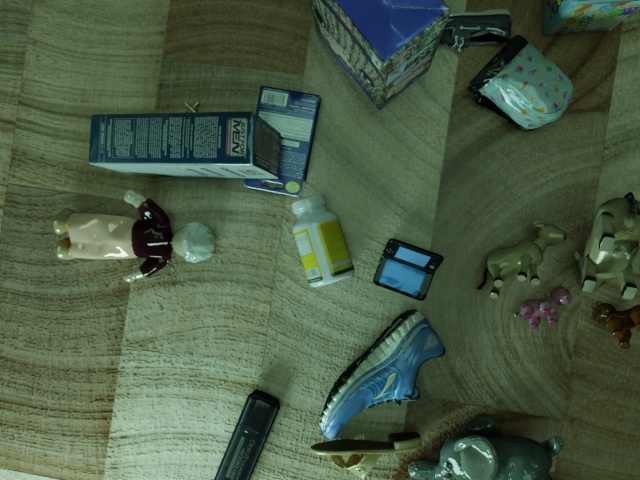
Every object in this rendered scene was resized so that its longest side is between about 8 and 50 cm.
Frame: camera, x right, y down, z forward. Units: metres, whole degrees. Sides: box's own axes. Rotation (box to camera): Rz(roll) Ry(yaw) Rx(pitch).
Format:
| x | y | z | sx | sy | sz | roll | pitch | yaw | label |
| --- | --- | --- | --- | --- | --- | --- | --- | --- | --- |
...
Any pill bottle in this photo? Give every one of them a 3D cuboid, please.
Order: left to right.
| x | y | z | sx | sy | sz | roll | pitch | yaw | label |
| --- | --- | --- | --- | --- | --- | --- | --- | --- | --- |
| 0.000 | 0.000 | 1.041 | 0.103 | 0.103 | 0.184 | -17 | 89 | 4 | pill bottle |

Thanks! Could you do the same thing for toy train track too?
| x | y | z | sx | sy | sz | roll | pitch | yaw | label |
| --- | --- | --- | --- | --- | --- | --- | --- | --- | --- |
| -0.305 | -0.284 | 1.111 | 0.048 | 0.014 | 0.083 | 42 | 99 | -4 | toy train track |

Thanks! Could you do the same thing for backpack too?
| x | y | z | sx | sy | sz | roll | pitch | yaw | label |
| --- | --- | --- | --- | --- | --- | --- | --- | --- | --- |
| 0.420 | -0.314 | 1.003 | 0.182 | 0.115 | 0.152 | 45 | 91 | 0 | backpack |

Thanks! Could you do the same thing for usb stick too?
| x | y | z | sx | sy | sz | roll | pitch | yaw | label |
| --- | --- | --- | --- | --- | --- | --- | --- | --- | --- |
| -0.172 | 0.470 | 1.085 | 0.077 | 0.045 | 0.278 | 22 | 92 | -3 | usb stick |

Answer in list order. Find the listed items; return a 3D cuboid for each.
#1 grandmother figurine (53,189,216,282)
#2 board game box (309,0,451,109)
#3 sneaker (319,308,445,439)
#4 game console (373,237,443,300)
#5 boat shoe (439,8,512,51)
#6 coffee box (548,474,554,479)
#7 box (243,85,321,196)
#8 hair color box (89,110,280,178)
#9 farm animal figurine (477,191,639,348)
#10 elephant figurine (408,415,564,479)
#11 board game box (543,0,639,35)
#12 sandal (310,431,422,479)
| x | y | z | sx | sy | sz | roll | pitch | yaw | label |
| --- | --- | --- | --- | --- | --- | --- | --- | --- | --- |
| -0.402 | -0.009 | 1.082 | 0.341 | 0.104 | 0.208 | 6 | 118 | 2 | grandmother figurine |
| 0.102 | -0.419 | 0.938 | 0.141 | 0.291 | 0.232 | -39 | 87 | 5 | board game box |
| 0.130 | 0.304 | 1.020 | 0.147 | 0.130 | 0.330 | 45 | 93 | 6 | sneaker |
| 0.187 | 0.063 | 1.045 | 0.122 | 0.107 | 0.071 | 19 | 63 | 4 | game console |
| 0.304 | -0.437 | 1.032 | 0.205 | 0.075 | 0.065 | -9 | 86 | 0 | boat shoe |
| 0.521 | 0.591 | 0.998 | 0.040 | 0.113 | 0.184 | -29 | 87 | 1 | coffee box |
| -0.086 | -0.218 | 1.080 | 0.136 | 0.036 | 0.226 | 11 | 91 | 5 | box |
| -0.271 | -0.192 | 1.007 | 0.346 | 0.174 | 0.105 | 3 | 90 | 12 | hair color box |
| 0.529 | 0.039 | 0.961 | 0.330 | 0.172 | 0.327 | 24 | 133 | 4 | farm animal figurine |
| 0.328 | 0.447 | 1.001 | 0.239 | 0.169 | 0.186 | 25 | 63 | 19 | elephant figurine |
| 0.541 | -0.581 | 0.978 | 0.141 | 0.144 | 0.276 | -2 | 90 | 4 | board game box |
| 0.101 | 0.470 | 1.042 | 0.239 | 0.088 | 0.079 | -7 | 84 | 0 | sandal |
